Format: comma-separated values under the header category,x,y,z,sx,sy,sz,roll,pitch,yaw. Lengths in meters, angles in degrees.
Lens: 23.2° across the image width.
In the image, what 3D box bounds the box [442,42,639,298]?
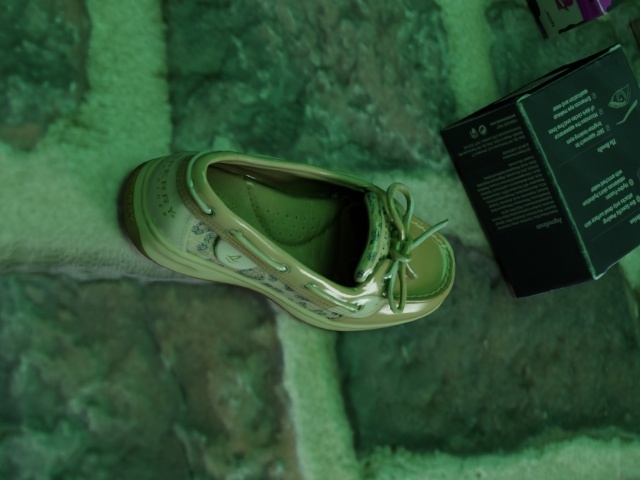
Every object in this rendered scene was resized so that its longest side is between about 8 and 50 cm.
category,x,y,z,sx,sy,sz,roll,pitch,yaw
box,0.206,-0.057,1.291,0.156,0.093,0.158,-29,96,-41

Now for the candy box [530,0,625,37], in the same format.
category,x,y,z,sx,sy,sz,roll,pitch,yaw
candy box,0.257,-0.303,1.417,0.233,0.071,0.159,-34,100,-40

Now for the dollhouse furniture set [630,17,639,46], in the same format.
category,x,y,z,sx,sy,sz,roll,pitch,yaw
dollhouse furniture set,0.420,-0.127,1.445,0.212,0.161,0.242,-27,96,-41

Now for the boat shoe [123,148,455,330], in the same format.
category,x,y,z,sx,sy,sz,roll,pitch,yaw
boat shoe,0.000,0.000,1.103,0.285,0.089,0.105,12,70,-38
